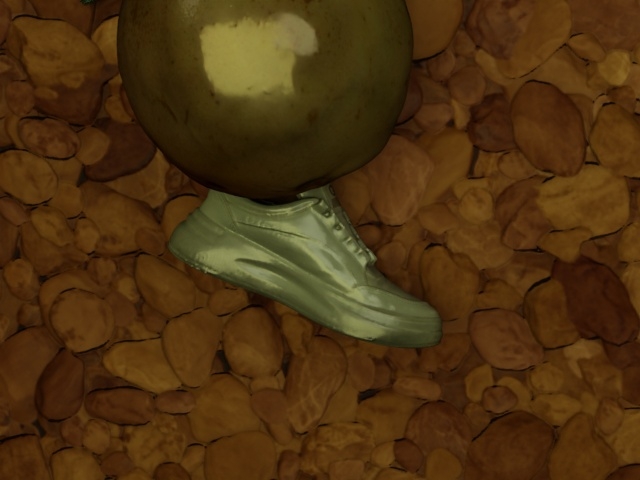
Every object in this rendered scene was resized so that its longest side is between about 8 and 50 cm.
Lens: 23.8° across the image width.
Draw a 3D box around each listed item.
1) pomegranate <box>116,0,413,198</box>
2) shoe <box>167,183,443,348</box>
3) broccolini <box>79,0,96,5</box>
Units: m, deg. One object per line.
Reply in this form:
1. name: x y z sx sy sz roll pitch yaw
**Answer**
1. pomegranate: -0.060 -0.203 1.524 0.319 0.319 0.319 2 100 11
2. shoe: 0.000 0.000 1.637 0.316 0.124 0.159 20 96 7
3. broccolini: -0.288 -0.320 1.674 0.140 0.035 0.030 55 146 1
